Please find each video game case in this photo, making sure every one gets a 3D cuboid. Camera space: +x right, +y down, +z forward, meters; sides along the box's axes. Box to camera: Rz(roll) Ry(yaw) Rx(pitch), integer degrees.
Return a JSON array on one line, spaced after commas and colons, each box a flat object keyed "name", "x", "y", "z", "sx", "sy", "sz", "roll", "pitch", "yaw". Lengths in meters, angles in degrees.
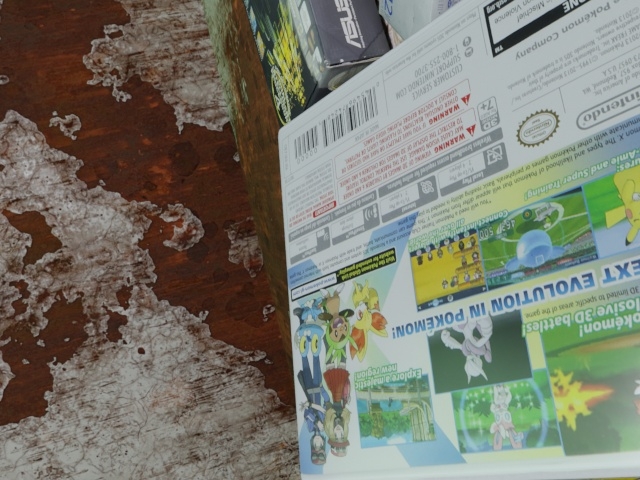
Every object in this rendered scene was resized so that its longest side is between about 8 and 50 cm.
[{"name": "video game case", "x": 0.089, "y": -0.004, "z": 0.407, "sx": 0.329, "sy": 0.036, "sz": 0.300, "roll": -25, "pitch": 63, "yaw": 45}]

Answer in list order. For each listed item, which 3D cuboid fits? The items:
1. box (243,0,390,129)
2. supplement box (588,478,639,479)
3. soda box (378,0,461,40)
[{"name": "box", "x": -0.036, "y": -0.362, "z": 0.904, "sx": 0.318, "sy": 0.097, "sz": 0.395, "roll": 143, "pitch": 112, "yaw": -73}, {"name": "supplement box", "x": 0.188, "y": 0.242, "z": 0.394, "sx": 0.356, "sy": 0.194, "sz": 0.195, "roll": -147, "pitch": 44, "yaw": -71}, {"name": "soda box", "x": 0.104, "y": -0.271, "z": 0.422, "sx": 0.286, "sy": 0.091, "sz": 0.098, "roll": 89, "pitch": 162, "yaw": -44}]
